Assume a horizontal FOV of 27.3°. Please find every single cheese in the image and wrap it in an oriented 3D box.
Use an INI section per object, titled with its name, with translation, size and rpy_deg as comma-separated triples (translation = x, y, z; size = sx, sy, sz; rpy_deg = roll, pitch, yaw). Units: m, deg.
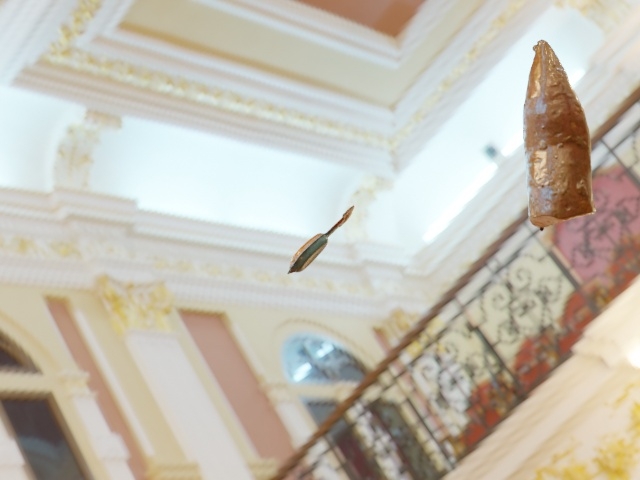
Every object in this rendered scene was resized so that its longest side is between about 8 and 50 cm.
[cheese]
translation = 0.001, 0.001, 1.437
size = 0.111, 0.017, 0.047
rpy_deg = -43, -9, -27

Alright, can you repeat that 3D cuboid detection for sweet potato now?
[sweet potato]
translation = 0.411, -0.186, 2.301
size = 0.131, 0.336, 0.131
rpy_deg = 0, -13, 0
